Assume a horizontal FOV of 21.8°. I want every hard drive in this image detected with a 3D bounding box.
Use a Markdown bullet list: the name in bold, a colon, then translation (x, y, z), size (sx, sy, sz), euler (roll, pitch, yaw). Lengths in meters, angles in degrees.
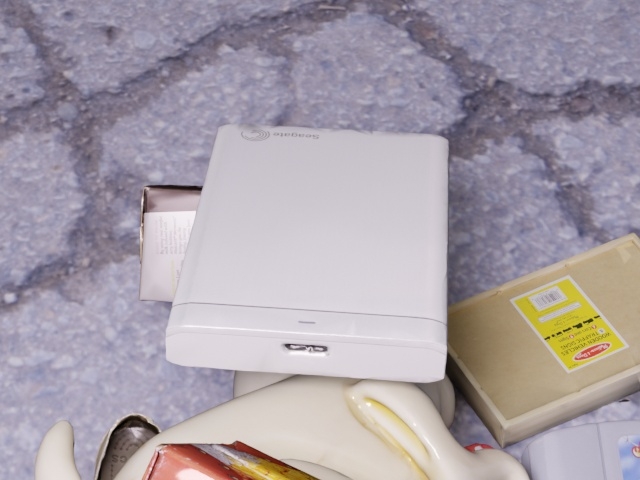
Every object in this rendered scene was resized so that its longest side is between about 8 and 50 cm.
- **hard drive**: translation (0.000, 0.000, 1.510), size (0.233, 0.047, 0.353), euler (3, 32, 3)

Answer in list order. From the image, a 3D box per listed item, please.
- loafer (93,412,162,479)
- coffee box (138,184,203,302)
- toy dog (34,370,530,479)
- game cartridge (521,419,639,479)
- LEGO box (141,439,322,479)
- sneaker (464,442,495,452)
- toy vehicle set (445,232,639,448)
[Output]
- **loafer**: translation (-0.175, 0.270, 1.528), size (0.102, 0.092, 0.268), euler (-8, 47, -6)
- **coffee box**: translation (-0.027, 0.008, 1.704), size (0.297, 0.119, 0.168), euler (3, 4, 4)
- **toy dog**: translation (-0.020, 0.215, 1.471), size (0.395, 0.284, 0.408), euler (18, 37, 10)
- **game cartridge**: translation (0.331, 0.259, 1.492), size (0.297, 0.062, 0.198), euler (7, 59, -14)
- **LEGO box**: translation (-0.022, 0.432, 1.100), size (0.372, 0.193, 0.500), euler (24, 89, 13)
- **sneaker**: translation (0.232, 0.264, 1.548), size (0.128, 0.087, 0.221), euler (-22, 62, -30)
- **toy vehicle set**: translation (0.260, 0.099, 1.720), size (0.267, 0.035, 0.166), euler (-20, 50, -17)
